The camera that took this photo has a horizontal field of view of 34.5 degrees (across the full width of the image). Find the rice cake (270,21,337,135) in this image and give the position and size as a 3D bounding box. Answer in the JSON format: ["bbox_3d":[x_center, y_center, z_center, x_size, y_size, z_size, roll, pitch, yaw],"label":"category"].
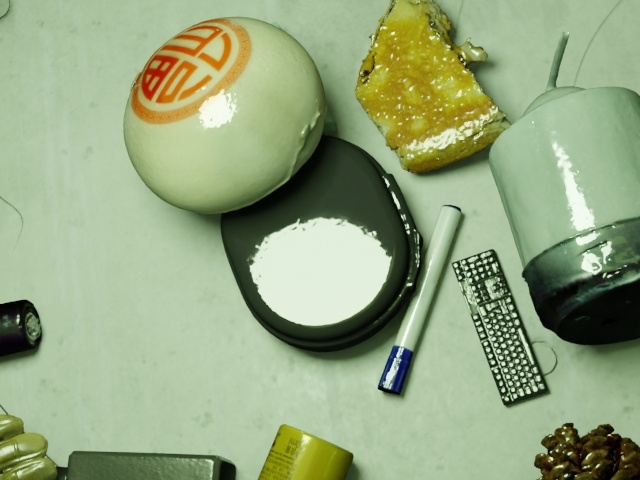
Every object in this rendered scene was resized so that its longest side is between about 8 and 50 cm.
[{"bbox_3d":[-0.093,-0.211,1.518,0.189,0.037,0.198,-22,69,6],"label":"rice cake"}]

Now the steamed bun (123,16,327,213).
[{"bbox_3d":[-0.141,-0.182,1.368,0.283,0.177,0.283,-17,49,20],"label":"steamed bun"}]

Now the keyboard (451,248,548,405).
[{"bbox_3d":[0.233,0.111,1.351,0.061,0.013,0.204,-20,69,5],"label":"keyboard"}]

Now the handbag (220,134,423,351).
[{"bbox_3d":[0.000,0.000,1.399,0.254,0.093,0.308,-24,69,3],"label":"handbag"}]

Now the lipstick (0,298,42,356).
[{"bbox_3d":[-0.549,0.149,1.481,0.300,0.081,0.081,-13,70,8],"label":"lipstick"}]

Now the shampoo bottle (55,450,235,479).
[{"bbox_3d":[-0.241,0.321,1.356,0.246,0.080,0.079,-1,71,12],"label":"shampoo bottle"}]

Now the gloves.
[{"bbox_3d":[-0.485,0.291,1.361,0.331,0.141,0.154,20,120,35],"label":"gloves"}]

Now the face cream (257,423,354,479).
[{"bbox_3d":[-0.069,0.409,1.274,0.105,0.105,0.348,19,77,18],"label":"face cream"}]

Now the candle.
[{"bbox_3d":[0.334,-0.057,1.277,0.221,0.221,0.342,-16,66,7],"label":"candle"}]

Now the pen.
[{"bbox_3d":[0.134,0.077,1.376,0.033,0.033,0.269,16,76,17],"label":"pen"}]

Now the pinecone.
[{"bbox_3d":[0.319,0.289,1.204,0.174,0.173,0.173,-4,72,12],"label":"pinecone"}]

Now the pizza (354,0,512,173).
[{"bbox_3d":[0.143,-0.230,1.454,0.189,0.071,0.297,-31,64,15],"label":"pizza"}]
